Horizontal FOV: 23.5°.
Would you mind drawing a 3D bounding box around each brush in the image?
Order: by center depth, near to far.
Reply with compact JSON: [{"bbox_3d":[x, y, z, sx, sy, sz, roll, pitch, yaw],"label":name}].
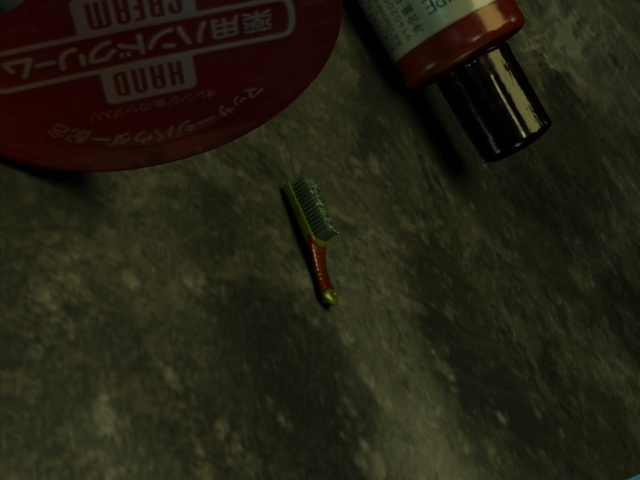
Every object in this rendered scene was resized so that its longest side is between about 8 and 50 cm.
[{"bbox_3d":[0.000,0.000,0.906,0.019,0.021,0.083,24,43,-55],"label":"brush"}]

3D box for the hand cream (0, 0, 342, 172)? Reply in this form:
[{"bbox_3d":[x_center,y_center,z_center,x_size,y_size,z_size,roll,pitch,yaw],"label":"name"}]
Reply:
[{"bbox_3d":[-0.093,-0.131,0.683,0.193,0.193,0.125,28,41,-48],"label":"hand cream"}]

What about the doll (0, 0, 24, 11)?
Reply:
[{"bbox_3d":[-0.196,-0.084,0.487,0.215,0.161,0.256,-10,73,-36],"label":"doll"}]

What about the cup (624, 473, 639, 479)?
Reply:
[{"bbox_3d":[0.128,0.264,0.597,0.311,0.257,0.331,66,17,11],"label":"cup"}]

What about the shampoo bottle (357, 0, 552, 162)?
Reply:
[{"bbox_3d":[0.083,-0.189,1.169,0.278,0.104,0.104,60,25,1],"label":"shampoo bottle"}]
